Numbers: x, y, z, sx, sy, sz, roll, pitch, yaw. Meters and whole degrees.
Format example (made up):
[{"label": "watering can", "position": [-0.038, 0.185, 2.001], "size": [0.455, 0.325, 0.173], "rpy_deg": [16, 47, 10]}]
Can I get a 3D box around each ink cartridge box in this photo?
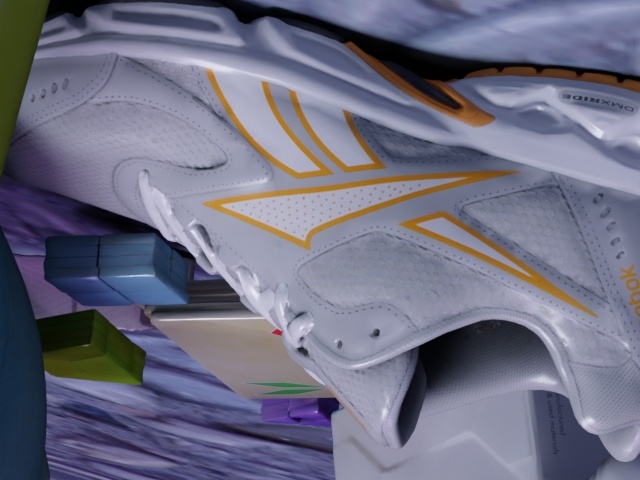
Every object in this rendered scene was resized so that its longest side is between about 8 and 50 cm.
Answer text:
[{"label": "ink cartridge box", "position": [0.136, 0.107, 0.851], "size": [0.231, 0.078, 0.134], "rpy_deg": [12, 152, -35]}]

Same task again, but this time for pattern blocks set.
[{"label": "pattern blocks set", "position": [0.009, 0.044, 0.862], "size": [0.285, 0.026, 0.325], "rpy_deg": [0, 165, 4]}]

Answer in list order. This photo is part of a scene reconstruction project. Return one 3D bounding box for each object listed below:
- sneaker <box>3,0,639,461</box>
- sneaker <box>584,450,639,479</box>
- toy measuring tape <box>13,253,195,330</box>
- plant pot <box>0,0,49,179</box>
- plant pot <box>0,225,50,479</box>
[{"label": "sneaker", "position": [0.000, 0.000, 0.618], "size": [0.262, 0.121, 0.099], "rpy_deg": [10, 163, 16]}, {"label": "sneaker", "position": [0.102, 0.152, 0.722], "size": [0.129, 0.111, 0.297], "rpy_deg": [-4, 153, 1]}, {"label": "toy measuring tape", "position": [-0.230, 0.011, 0.903], "size": [0.330, 0.121, 0.121], "rpy_deg": [4, 163, 6]}, {"label": "plant pot", "position": [-0.186, -0.046, 0.450], "size": [0.227, 0.228, 0.207], "rpy_deg": [22, 157, -24]}, {"label": "plant pot", "position": [-0.224, 0.072, 0.730], "size": [0.272, 0.271, 0.255], "rpy_deg": [11, 157, 13]}]
